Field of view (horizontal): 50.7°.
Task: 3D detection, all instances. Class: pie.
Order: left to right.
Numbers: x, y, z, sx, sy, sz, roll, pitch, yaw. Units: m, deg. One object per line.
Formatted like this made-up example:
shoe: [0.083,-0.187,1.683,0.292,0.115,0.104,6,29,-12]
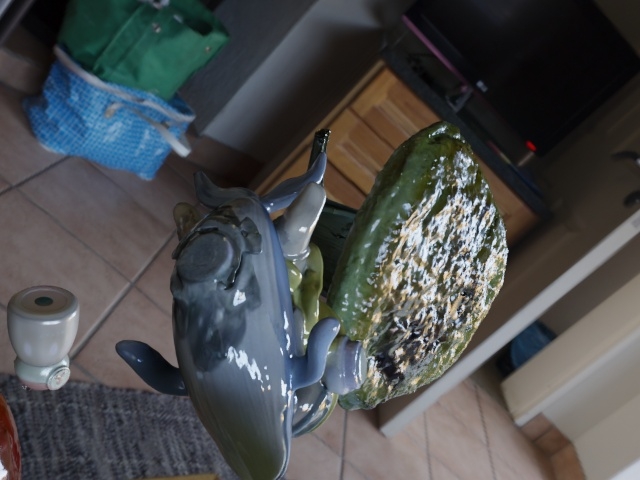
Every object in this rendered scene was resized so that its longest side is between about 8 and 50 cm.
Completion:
pie: [0.103,0.043,0.702,0.070,0.323,0.323,22,3,34]

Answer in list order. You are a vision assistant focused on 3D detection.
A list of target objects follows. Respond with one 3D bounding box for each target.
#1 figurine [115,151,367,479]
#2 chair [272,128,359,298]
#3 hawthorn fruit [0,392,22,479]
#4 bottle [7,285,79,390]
figurine: [-0.036,0.045,0.428,0.184,0.128,0.208,56,32,-62]
chair: [0.000,0.000,0.907,0.190,0.275,0.203,21,54,-4]
hawthorn fruit: [-0.402,0.210,0.652,0.215,0.215,0.250,27,47,-45]
bottle: [-0.626,0.234,1.522,0.147,0.236,0.147,10,25,-5]
